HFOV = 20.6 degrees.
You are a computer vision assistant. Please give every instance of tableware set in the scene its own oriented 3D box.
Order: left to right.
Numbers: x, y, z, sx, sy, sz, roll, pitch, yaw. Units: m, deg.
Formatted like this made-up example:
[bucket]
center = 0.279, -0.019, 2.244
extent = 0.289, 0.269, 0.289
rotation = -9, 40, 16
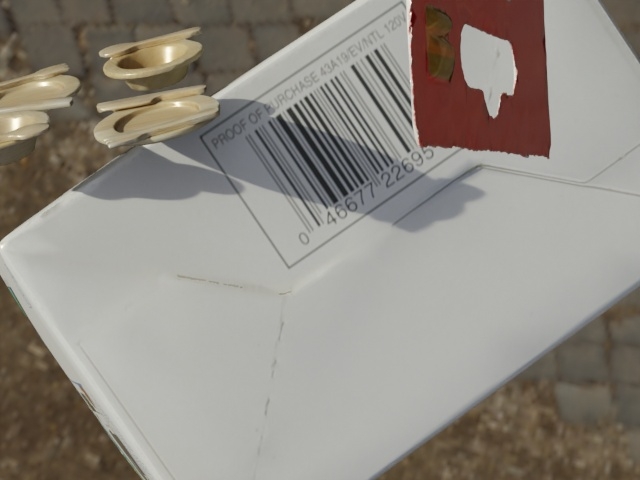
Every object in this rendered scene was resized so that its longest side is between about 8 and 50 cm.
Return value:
[tableware set]
center = -0.124, -0.074, 0.920
extent = 0.141, 0.169, 0.020
rotation = -12, 113, 0

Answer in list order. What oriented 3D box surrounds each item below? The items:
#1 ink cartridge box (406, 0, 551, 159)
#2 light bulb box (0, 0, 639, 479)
[ink cartridge box]
center = 0.065, -0.138, 0.499
extent = 0.056, 0.181, 0.225
rotation = -5, 90, 19
[light bulb box]
center = 0.000, 0.000, 1.108
extent = 0.225, 0.358, 0.361
rotation = 57, 169, -5
